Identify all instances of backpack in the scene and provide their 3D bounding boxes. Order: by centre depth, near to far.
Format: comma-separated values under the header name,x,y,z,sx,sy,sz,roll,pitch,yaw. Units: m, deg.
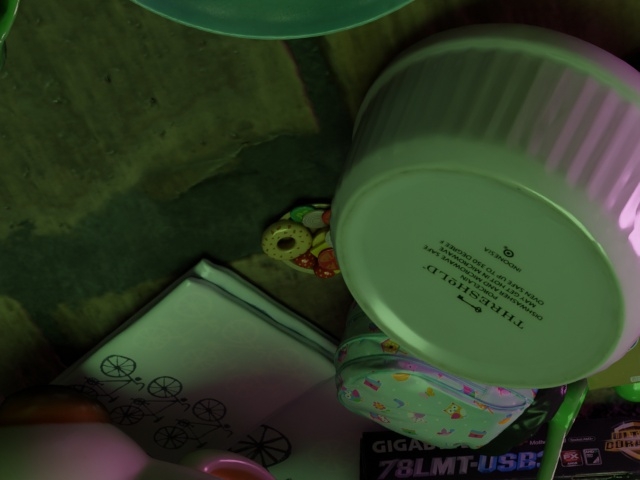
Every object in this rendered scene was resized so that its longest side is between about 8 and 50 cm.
name,x,y,z,sx,sy,sz,roll,pitch,yaw
backpack,0.103,0.107,1.228,0.182,0.115,0.152,25,139,-13

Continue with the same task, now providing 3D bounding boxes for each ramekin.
name,x,y,z,sx,sy,sz,roll,pitch,yaw
ramekin,0.131,-0.011,1.046,0.273,0.127,0.273,17,137,16

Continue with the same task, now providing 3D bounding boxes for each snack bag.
name,x,y,z,sx,sy,sz,roll,pitch,yaw
snack bag,-0.083,0.185,1.366,0.342,0.037,0.323,34,125,-28

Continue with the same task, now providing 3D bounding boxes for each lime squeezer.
name,x,y,z,sx,sy,sz,roll,pitch,yaw
lime squeezer,0.269,0.145,1.280,0.310,0.110,0.059,-28,137,-15

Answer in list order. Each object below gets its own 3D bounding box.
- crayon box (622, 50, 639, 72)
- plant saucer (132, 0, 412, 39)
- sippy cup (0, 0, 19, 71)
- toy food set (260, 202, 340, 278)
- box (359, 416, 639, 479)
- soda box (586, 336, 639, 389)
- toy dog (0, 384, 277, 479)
name,x,y,z,sx,sy,sz,roll,pitch,yaw
crayon box,0.391,-0.060,1.089,0.202,0.081,0.318,-29,126,26
plant saucer,-0.033,-0.267,0.923,0.318,0.043,0.317,1,135,1
sippy cup,-0.363,-0.139,0.941,0.240,0.305,0.224,-7,129,48
toy food set,0.000,0.000,1.195,0.082,0.020,0.083,-32,125,28
box,0.185,0.286,1.419,0.293,0.073,0.295,-4,138,-1
soda box,0.234,0.040,1.202,0.058,0.061,0.181,-10,133,11
toy dog,-0.141,0.296,1.219,0.408,0.284,0.395,21,173,22
